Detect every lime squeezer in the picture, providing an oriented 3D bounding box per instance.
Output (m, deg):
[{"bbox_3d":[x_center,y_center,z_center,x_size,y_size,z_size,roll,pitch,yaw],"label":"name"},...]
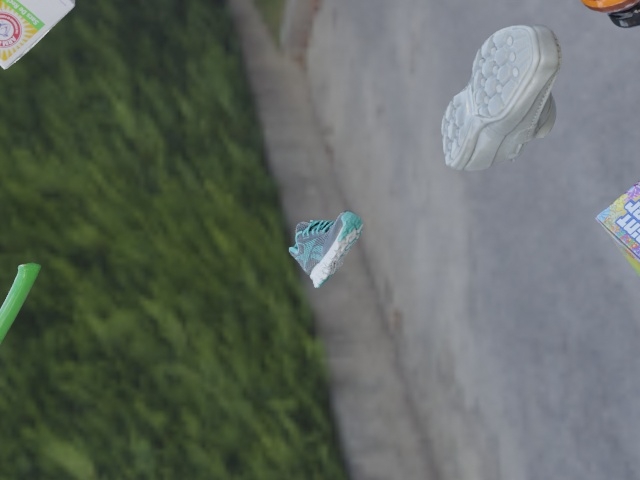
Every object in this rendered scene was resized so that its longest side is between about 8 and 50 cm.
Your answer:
[{"bbox_3d":[-0.317,0.179,1.406,0.110,0.058,0.311,-17,-67,-56],"label":"lime squeezer"}]

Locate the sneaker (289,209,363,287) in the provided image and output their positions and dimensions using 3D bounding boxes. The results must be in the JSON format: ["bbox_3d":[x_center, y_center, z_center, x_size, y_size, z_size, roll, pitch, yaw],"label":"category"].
[{"bbox_3d":[0.000,0.000,1.964,0.076,0.065,0.166,43,147,7],"label":"sneaker"}]

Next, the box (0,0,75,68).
[{"bbox_3d":[-0.354,-0.291,1.525,0.103,0.203,0.114,-40,27,13],"label":"box"}]

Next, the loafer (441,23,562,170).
[{"bbox_3d":[0.234,-0.172,1.812,0.319,0.111,0.112,124,142,-71],"label":"loafer"}]

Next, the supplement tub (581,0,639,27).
[{"bbox_3d":[0.308,-0.323,1.641,0.198,0.106,0.106,47,-159,-38],"label":"supplement tub"}]

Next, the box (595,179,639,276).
[{"bbox_3d":[0.488,0.015,1.522,0.290,0.279,0.177,47,-175,-32],"label":"box"}]
